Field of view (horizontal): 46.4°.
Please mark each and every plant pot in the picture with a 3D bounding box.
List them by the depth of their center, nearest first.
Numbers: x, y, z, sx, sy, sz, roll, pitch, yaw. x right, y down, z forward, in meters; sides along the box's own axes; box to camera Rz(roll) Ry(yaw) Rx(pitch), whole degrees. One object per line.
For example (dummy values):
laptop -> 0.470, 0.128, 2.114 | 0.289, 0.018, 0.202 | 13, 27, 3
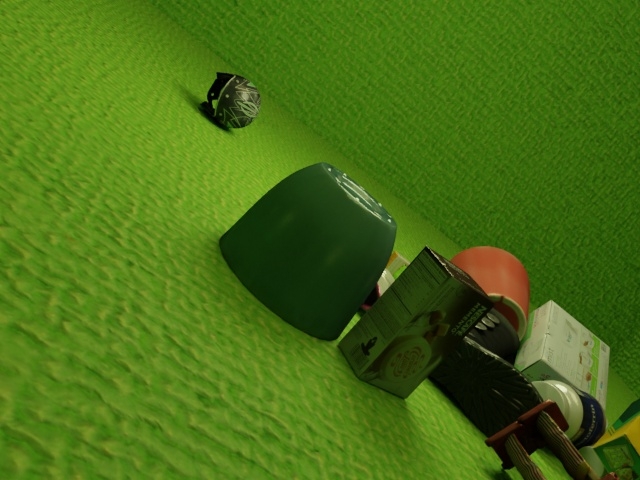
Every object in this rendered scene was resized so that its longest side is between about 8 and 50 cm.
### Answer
plant pot -> 0.000, 0.000, 1.385 | 0.293, 0.235, 0.293 | 39, 13, -11
plant pot -> 0.482, 0.187, 2.161 | 0.275, 0.275, 0.243 | 39, 23, -10

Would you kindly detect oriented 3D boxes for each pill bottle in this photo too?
pill bottle -> 0.585, 0.427, 1.830 | 0.264, 0.153, 0.153 | 25, 20, -47
pill bottle -> 0.709, 0.553, 1.831 | 0.186, 0.112, 0.112 | 16, 25, -37

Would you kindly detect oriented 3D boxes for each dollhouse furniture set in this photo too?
dollhouse furniture set -> 0.483, 0.495, 1.413 | 0.374, 0.152, 0.201 | 53, 3, -36

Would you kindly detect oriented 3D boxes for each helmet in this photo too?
helmet -> -0.255, -0.406, 2.183 | 0.161, 0.169, 0.169 | 30, 3, 38

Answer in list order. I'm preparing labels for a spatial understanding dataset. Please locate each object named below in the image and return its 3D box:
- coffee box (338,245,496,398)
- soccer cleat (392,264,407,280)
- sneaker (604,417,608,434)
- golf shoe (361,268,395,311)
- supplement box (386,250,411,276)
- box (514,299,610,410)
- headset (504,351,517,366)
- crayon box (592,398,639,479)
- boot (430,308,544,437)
coffee box -> 0.172, 0.151, 1.343 | 0.141, 0.246, 0.098 | 31, 16, -39
soccer cleat -> 0.282, 0.140, 2.094 | 0.179, 0.072, 0.060 | 38, 13, -11
sneaker -> 0.800, 0.540, 2.265 | 0.094, 0.090, 0.235 | 28, 9, 0
golf shoe -> 0.042, 0.042, 1.653 | 0.306, 0.115, 0.140 | 40, 16, 0
supplement box -> 0.236, 0.085, 2.173 | 0.098, 0.062, 0.036 | 38, 11, -14
box -> 0.673, 0.338, 2.074 | 0.231, 0.127, 0.262 | 38, 40, -5
headset -> 0.621, 0.376, 2.242 | 0.243, 0.185, 0.394 | 34, 29, -11
crayon box -> 0.834, 0.573, 1.758 | 0.313, 0.106, 0.363 | -16, 70, -51
boot -> 0.399, 0.287, 1.757 | 0.367, 0.146, 0.445 | 44, 14, 16
